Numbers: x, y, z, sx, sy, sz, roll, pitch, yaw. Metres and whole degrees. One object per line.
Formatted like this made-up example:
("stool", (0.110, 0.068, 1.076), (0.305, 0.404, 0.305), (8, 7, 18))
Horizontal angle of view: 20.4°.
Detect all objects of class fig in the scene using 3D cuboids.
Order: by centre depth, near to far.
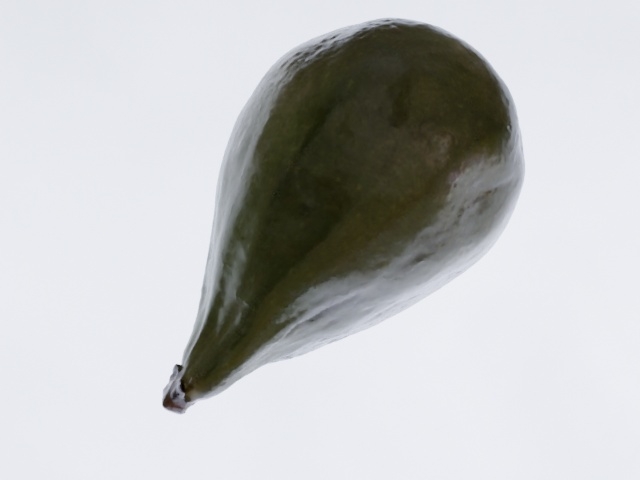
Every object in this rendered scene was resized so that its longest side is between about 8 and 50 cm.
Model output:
("fig", (-0.006, -0.018, 0.758), (0.185, 0.133, 0.126), (-23, -88, -23))
